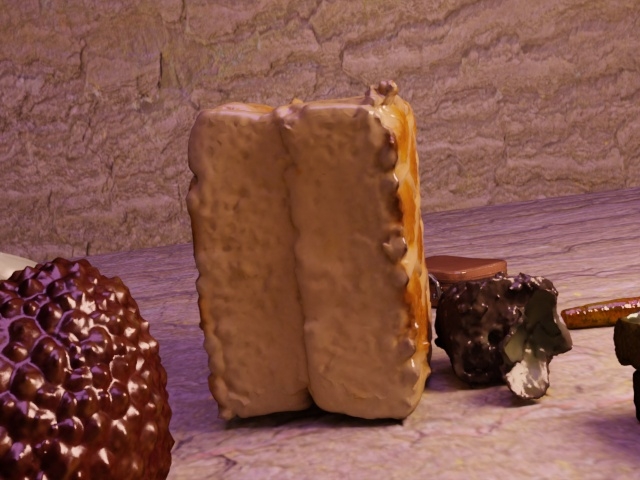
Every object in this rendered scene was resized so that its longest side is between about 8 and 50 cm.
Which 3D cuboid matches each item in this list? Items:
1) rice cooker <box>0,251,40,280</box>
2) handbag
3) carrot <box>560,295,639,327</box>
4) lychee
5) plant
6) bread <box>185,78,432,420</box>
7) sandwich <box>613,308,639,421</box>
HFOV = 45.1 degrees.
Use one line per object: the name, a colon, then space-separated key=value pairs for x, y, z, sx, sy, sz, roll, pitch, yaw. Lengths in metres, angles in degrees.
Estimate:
rice cooker: x=-0.380 y=0.136 z=0.803 sx=0.225 sy=0.244 sz=0.226 roll=-3 pitch=-17 yaw=-1
handbag: x=0.230 y=0.073 z=1.393 sx=0.151 sy=0.072 sz=0.193 roll=-11 pitch=10 yaw=-29
carrot: x=0.432 y=0.103 z=1.101 sx=0.170 sy=0.042 sz=0.042 roll=-9 pitch=7 yaw=9
lychee: x=-0.223 y=0.146 z=0.588 sx=0.235 sy=0.272 sz=0.236 roll=14 pitch=-27 yaw=7
plant: x=0.216 y=0.107 z=0.919 sx=0.131 sy=0.143 sz=0.203 roll=1 pitch=-4 yaw=-14
bread: x=0.000 y=0.000 z=0.991 sx=0.279 sy=0.372 sz=0.390 roll=-7 pitch=8 yaw=7
sandwich: x=0.402 y=0.128 z=0.681 sx=0.212 sy=0.109 sz=0.292 roll=-5 pitch=6 yaw=-45
